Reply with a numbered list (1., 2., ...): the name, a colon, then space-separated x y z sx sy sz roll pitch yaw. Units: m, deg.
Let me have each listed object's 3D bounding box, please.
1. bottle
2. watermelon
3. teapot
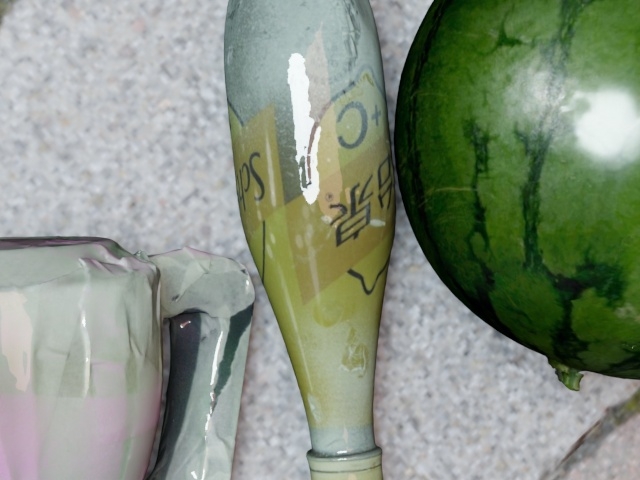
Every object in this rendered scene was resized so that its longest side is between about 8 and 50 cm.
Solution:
1. bottle: 0.000 0.000 0.786 0.083 0.083 0.269 -6 91 -17
2. watermelon: 0.153 -0.051 0.755 0.242 0.242 0.242 1 88 -17
3. teapot: -0.143 0.087 0.725 0.163 0.221 0.178 1 94 21
